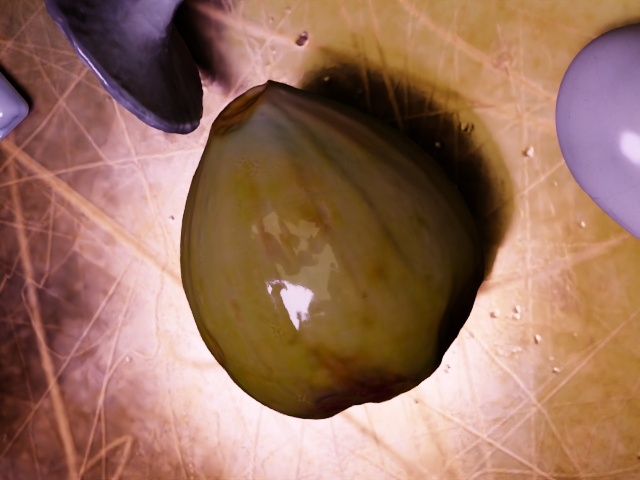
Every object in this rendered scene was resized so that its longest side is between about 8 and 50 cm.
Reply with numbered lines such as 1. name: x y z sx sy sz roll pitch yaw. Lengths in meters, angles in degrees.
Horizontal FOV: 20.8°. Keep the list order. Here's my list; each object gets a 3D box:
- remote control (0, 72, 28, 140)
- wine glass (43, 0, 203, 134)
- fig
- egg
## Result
1. remote control: -0.385 -0.187 1.514 0.103 0.051 0.293 -42 91 14
2. wine glass: -0.007 -0.269 1.328 0.406 0.267 0.267 -35 91 19
3. fig: 0.000 0.000 1.368 0.239 0.239 0.271 -17 107 14
4. egg: 0.273 -0.072 1.350 0.151 0.151 0.209 -39 96 15
